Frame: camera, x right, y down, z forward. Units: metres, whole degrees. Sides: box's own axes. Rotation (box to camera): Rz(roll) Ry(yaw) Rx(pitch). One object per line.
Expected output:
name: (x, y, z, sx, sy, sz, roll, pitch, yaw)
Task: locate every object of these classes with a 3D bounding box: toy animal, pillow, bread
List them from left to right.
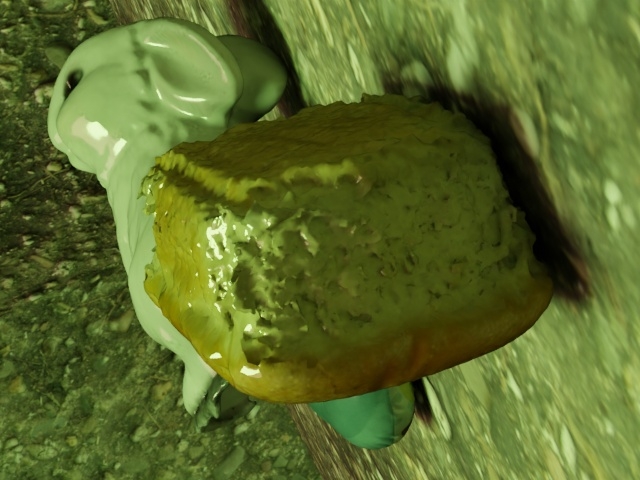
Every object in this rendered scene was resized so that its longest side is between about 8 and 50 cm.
toy animal: (-0.089, -0.044, 0.960, 0.258, 0.194, 0.357, -52, 60, 39)
bread: (0.000, 0.000, 0.622, 0.245, 0.174, 0.121, 28, 138, 64)
pillow: (0.013, 0.082, 1.109, 0.233, 0.086, 0.214, -148, 39, -72)
